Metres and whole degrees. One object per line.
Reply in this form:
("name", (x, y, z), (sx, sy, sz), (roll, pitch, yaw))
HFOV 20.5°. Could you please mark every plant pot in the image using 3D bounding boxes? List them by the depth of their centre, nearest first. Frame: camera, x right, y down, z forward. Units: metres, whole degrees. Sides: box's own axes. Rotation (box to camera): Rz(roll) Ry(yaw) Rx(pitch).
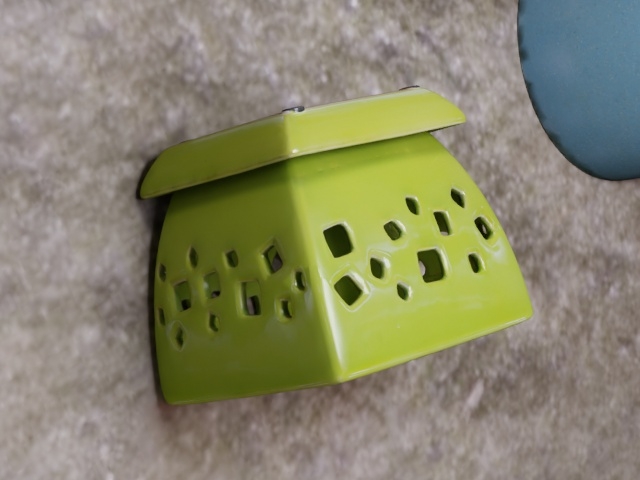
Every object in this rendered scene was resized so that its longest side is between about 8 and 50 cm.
("plant pot", (0.000, 0.000, 1.408), (0.227, 0.228, 0.207), (-14, 92, -42))
("plant pot", (0.365, -0.210, 1.770), (0.290, 0.195, 0.290), (3, 86, -42))
